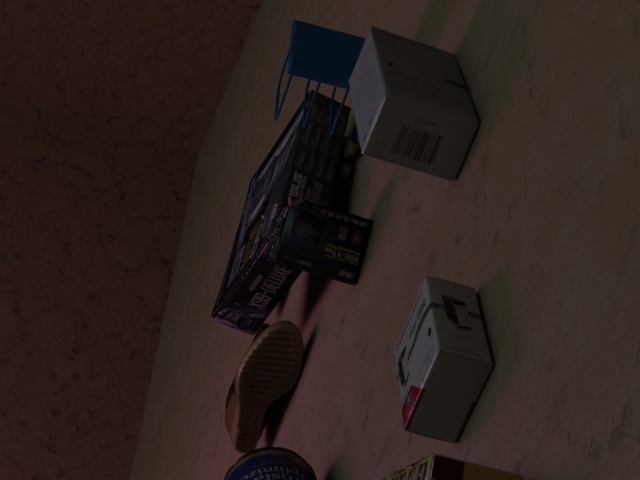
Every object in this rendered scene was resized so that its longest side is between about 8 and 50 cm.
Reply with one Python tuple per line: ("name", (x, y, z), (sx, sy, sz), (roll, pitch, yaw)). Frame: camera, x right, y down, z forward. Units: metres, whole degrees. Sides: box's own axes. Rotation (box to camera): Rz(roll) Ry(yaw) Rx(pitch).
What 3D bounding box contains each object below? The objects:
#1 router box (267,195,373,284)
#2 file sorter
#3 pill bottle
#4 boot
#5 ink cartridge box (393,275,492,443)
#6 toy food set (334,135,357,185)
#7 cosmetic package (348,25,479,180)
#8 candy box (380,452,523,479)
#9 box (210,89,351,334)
("router box", (0.000, 0.000, 2.013), (0.038, 0.122, 0.092), (-179, 104, -73))
("file sorter", (0.029, -0.210, 2.061), (0.118, 0.170, 0.104), (-86, 13, -49))
("pill bottle", (-0.052, 0.342, 1.778), (0.219, 0.123, 0.122), (-112, 40, -72))
("boot", (-0.092, 0.180, 2.299), (0.207, 0.090, 0.248), (-92, 21, -60))
("ink cartridge box", (0.115, 0.112, 1.443), (0.135, 0.056, 0.099), (-95, 23, -61))
("toy food set", (0.037, -0.117, 2.274), (0.122, 0.019, 0.078), (-123, 50, -75))
("cosmetic package", (0.105, -0.163, 1.747), (0.231, 0.117, 0.085), (-97, 26, -61))
("candy box", (0.069, 0.306, 1.306), (0.316, 0.088, 0.183), (132, 152, -66))
("box", (-0.058, -0.042, 2.292), (0.242, 0.077, 0.307), (-53, 18, 47))
